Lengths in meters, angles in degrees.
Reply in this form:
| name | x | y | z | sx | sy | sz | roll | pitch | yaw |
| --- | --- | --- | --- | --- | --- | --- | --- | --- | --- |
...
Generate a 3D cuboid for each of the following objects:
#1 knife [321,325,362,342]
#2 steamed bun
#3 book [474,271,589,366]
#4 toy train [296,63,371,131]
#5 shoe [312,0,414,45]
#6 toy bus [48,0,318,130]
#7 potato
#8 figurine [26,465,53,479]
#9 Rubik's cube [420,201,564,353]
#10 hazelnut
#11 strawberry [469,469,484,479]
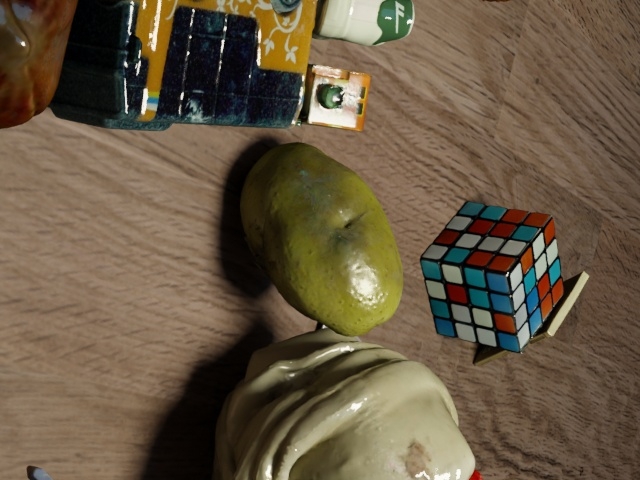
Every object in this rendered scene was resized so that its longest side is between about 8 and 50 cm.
| name | x | y | z | sx | sy | sz | roll | pitch | yaw |
| --- | --- | --- | --- | --- | --- | --- | --- | --- | --- |
| knife | 0.012 | 0.113 | 1.898 | 0.058 | 0.032 | 0.244 | -66 | 149 | -23 |
| steamed bun | 0.001 | 0.219 | 1.674 | 0.324 | 0.310 | 0.219 | -39 | 107 | -87 |
| book | 0.330 | 0.126 | 2.246 | 0.016 | 0.199 | 0.138 | 44 | 56 | -9 |
| toy train | -0.017 | -0.163 | 1.619 | 0.099 | 0.188 | 0.072 | 10 | 93 | -33 |
| shoe | 0.045 | -0.267 | 1.646 | 0.265 | 0.110 | 0.095 | -94 | -164 | -75 |
| toy bus | -0.150 | -0.210 | 1.435 | 0.323 | 0.162 | 0.194 | -5 | 106 | -58 |
| potato | 0.000 | 0.000 | 1.686 | 0.169 | 0.248 | 0.143 | -28 | 167 | -24 |
| figurine | -0.256 | 0.426 | 1.377 | 0.382 | 0.205 | 0.224 | 62 | 28 | -19 |
| Rubik's cube | 0.260 | 0.054 | 2.134 | 0.155 | 0.151 | 0.154 | -47 | 134 | -39 |
| hazelnut | -0.301 | -0.197 | 1.164 | 0.229 | 0.229 | 0.229 | -22 | 117 | -52 |
| strawberry | 0.113 | 0.409 | 1.949 | 0.343 | 0.292 | 0.292 | 47 | 59 | -34 |
